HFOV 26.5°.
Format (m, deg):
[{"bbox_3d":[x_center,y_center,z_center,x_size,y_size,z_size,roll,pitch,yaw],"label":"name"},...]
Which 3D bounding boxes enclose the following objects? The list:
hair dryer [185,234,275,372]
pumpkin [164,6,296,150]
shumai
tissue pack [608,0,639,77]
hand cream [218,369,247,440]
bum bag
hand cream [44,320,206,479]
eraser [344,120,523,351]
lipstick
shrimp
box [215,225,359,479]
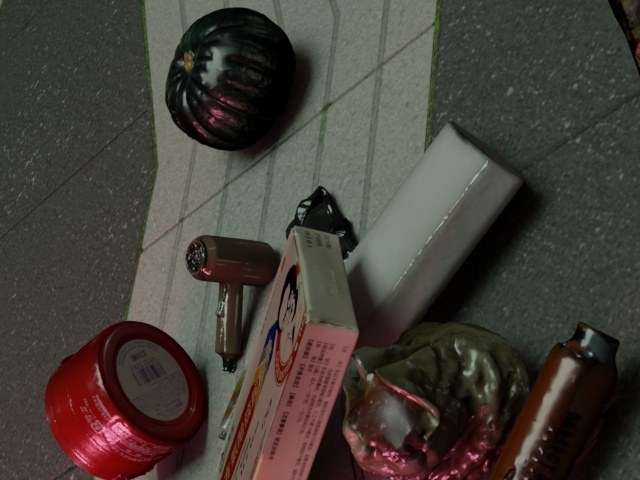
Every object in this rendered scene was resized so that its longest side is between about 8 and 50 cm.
[{"bbox_3d":[-0.124,0.086,1.830,0.064,0.117,0.181,-5,81,51],"label":"hair dryer"},{"bbox_3d":[-0.135,-0.239,2.027,0.220,0.162,0.220,-42,38,45],"label":"pumpkin"},{"bbox_3d":[0.087,0.152,1.389,0.218,0.185,0.184,15,78,57],"label":"shumai"},{"bbox_3d":[0.376,-0.224,1.168,0.245,0.123,0.332,68,158,4],"label":"tissue pack"},{"bbox_3d":[-0.108,0.212,1.770,0.035,0.022,0.102,-15,49,55],"label":"hand cream"},{"bbox_3d":[0.000,0.000,1.758,0.087,0.049,0.197,-47,34,13],"label":"bum bag"},{"bbox_3d":[-0.258,0.213,1.819,0.125,0.193,0.193,-36,40,31],"label":"hand cream"},{"bbox_3d":[0.109,0.004,1.554,0.270,0.095,0.174,-53,18,10],"label":"eraser"},{"bbox_3d":[0.168,0.272,1.268,0.077,0.077,0.418,29,95,58],"label":"lipstick"},{"bbox_3d":[0.250,0.181,1.299,0.108,0.023,0.059,-34,50,34],"label":"shrimp"},{"bbox_3d":[-0.044,0.187,1.508,0.214,0.069,0.353,-101,28,-62],"label":"box"}]
